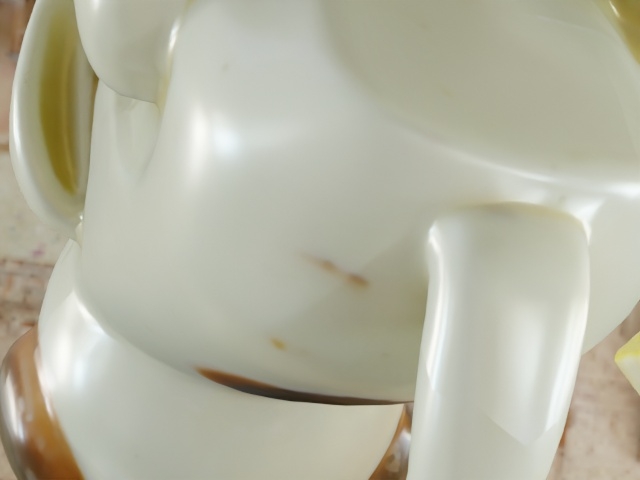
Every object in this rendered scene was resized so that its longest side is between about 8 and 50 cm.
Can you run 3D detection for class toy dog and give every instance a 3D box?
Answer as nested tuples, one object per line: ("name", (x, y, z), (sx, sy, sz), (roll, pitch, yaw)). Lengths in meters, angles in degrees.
("toy dog", (0.000, 0.000, 0.603), (0.285, 0.395, 0.408), (-4, 148, -26))

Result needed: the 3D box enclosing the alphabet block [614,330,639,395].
("alphabet block", (0.357, 0.092, 0.864), (0.193, 0.197, 0.192), (-38, -176, -22))
